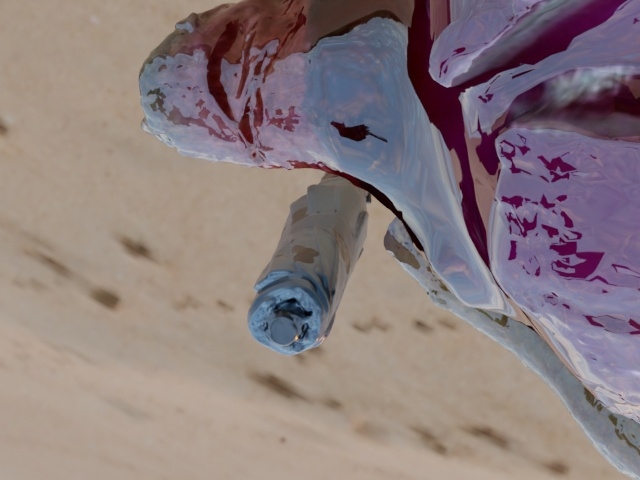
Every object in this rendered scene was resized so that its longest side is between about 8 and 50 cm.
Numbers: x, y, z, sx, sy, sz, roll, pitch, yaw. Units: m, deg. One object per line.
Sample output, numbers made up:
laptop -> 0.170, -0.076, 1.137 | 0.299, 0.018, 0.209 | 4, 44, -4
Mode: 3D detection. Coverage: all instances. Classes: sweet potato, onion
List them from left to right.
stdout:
onion -> 0.119, -0.089, 0.787 | 0.420, 0.398, 0.398 | -17, 134, 25
sweet potato -> 0.150, 0.075, 0.889 | 0.281, 0.067, 0.059 | 43, 115, 22

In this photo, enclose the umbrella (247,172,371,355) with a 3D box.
umbrella -> 0.000, -0.002, 1.018 | 0.052, 0.250, 0.053 | 11, 115, 6
